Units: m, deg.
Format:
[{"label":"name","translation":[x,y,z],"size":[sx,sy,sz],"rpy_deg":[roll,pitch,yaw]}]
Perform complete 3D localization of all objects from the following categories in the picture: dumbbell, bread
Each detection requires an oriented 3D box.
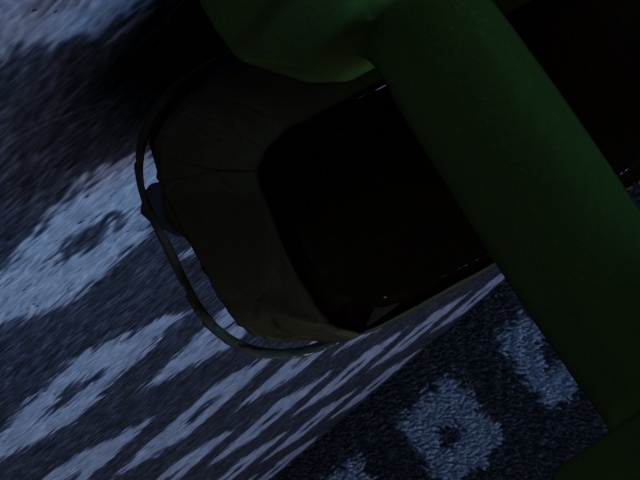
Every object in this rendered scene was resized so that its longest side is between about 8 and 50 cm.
[{"label":"dumbbell","translation":[0.068,-0.014,0.584],"size":[0.108,0.302,0.121],"rpy_deg":[-36,163,17]},{"label":"bread","translation":[0.036,-0.040,0.764],"size":[0.224,0.142,0.212],"rpy_deg":[-28,-168,-10]}]
